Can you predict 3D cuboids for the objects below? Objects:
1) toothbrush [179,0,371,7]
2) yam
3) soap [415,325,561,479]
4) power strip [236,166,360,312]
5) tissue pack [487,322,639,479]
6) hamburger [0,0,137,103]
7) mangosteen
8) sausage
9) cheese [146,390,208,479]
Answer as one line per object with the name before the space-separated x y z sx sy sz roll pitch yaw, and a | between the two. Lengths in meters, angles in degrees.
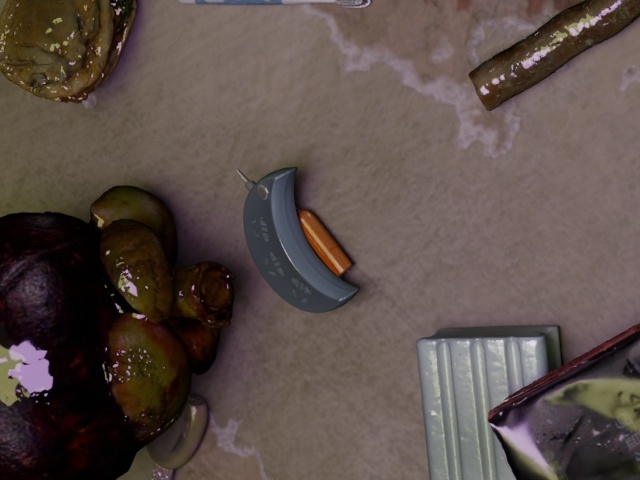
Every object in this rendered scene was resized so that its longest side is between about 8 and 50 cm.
toothbrush | -0.065 -0.306 1.600 0.275 0.025 0.019 7 101 25
yam | 0.275 -0.229 1.423 0.253 0.061 0.061 -32 83 27
soap | 0.211 0.238 1.507 0.160 0.087 0.265 -4 95 26
power strip | -0.041 -0.005 1.591 0.137 0.044 0.216 -29 90 53
tissue pack | 0.372 0.212 1.359 0.332 0.123 0.245 -29 86 7
hamburger | -0.341 -0.286 1.700 0.183 0.130 0.206 22 88 21
mangosteen | -0.335 0.118 1.608 0.381 0.381 0.421 44 101 14
sausage | 0.000 0.000 1.609 0.031 0.031 0.107 -44 76 25
cheese | -0.212 0.295 1.754 0.097 0.037 0.192 20 107 25
